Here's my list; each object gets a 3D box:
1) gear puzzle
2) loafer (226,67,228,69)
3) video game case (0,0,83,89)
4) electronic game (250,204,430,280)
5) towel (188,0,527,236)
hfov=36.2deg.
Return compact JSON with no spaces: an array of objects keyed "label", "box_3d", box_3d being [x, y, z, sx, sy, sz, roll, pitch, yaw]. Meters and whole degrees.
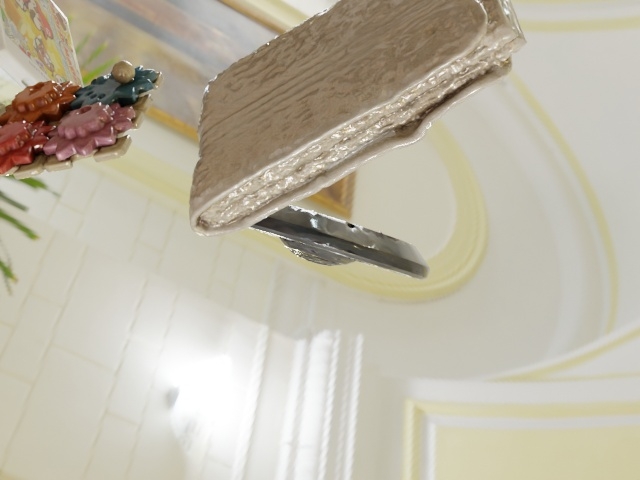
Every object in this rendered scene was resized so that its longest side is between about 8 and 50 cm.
[{"label":"gear puzzle","box_3d":[-0.324,-0.107,0.941,0.339,0.044,0.175,-10,-146,14]},{"label":"loafer","box_3d":[-0.091,-0.134,1.226,0.061,0.062,0.170,-2,-86,28]},{"label":"video game case","box_3d":[-0.368,-0.263,1.251,0.026,0.206,0.227,-25,-119,7]},{"label":"electronic game","box_3d":[0.000,0.000,0.993,0.229,0.229,0.048,-165,-88,-72]},{"label":"towel","box_3d":[0.019,-0.126,0.757,0.282,0.049,0.187,-27,-143,22]}]
